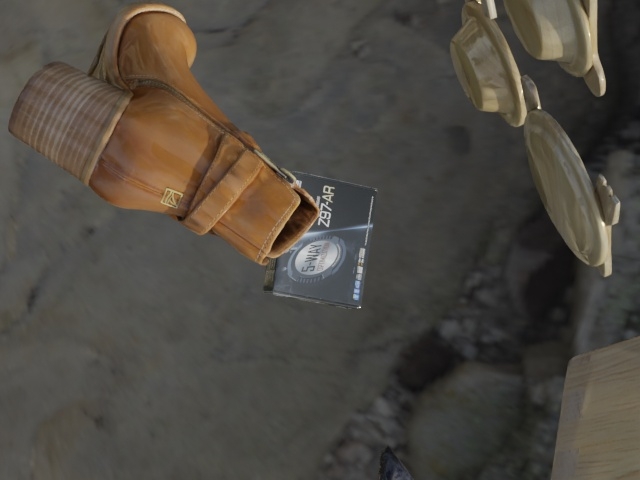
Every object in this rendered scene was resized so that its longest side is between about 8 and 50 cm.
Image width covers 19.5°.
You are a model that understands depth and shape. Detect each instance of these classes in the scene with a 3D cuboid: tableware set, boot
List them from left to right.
[{"bbox_3d":[-0.065,-0.053,1.005,0.152,0.197,0.073,29,118,5],"label":"boot"},{"bbox_3d":[0.074,-0.075,0.713,0.020,0.169,0.141,-23,134,-7],"label":"tableware set"}]

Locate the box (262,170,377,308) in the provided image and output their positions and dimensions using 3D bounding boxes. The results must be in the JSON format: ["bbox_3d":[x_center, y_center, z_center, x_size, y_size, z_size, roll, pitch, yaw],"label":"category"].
[{"bbox_3d":[0.000,0.000,1.250,0.067,0.018,0.083,12,83,-24],"label":"box"}]

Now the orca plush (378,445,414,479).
[{"bbox_3d":[-0.060,0.244,1.449,0.287,0.102,0.151,-35,107,-18],"label":"orca plush"}]

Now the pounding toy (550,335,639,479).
[{"bbox_3d":[0.170,0.072,0.352,0.181,0.206,0.094,17,71,-20],"label":"pounding toy"}]
